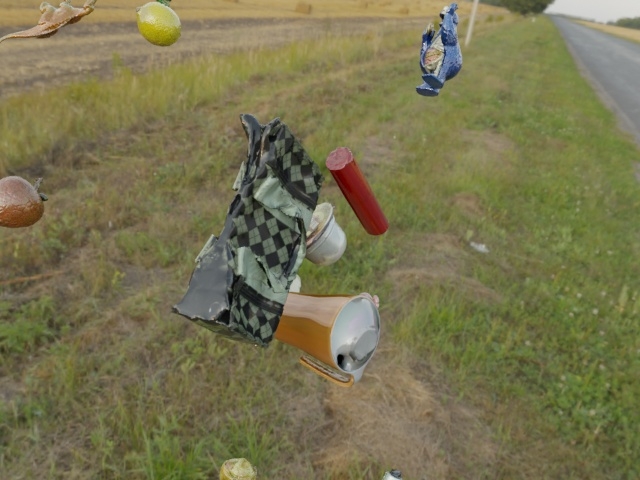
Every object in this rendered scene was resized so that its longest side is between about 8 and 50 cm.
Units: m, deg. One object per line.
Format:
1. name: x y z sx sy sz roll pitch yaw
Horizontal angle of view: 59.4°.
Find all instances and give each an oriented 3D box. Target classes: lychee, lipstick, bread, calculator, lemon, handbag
1. lychee: -0.609 -0.086 1.131 0.114 0.101 0.140 20 64 22
2. lipstick: 0.095 -0.111 1.372 0.073 0.280 0.073 -14 52 18
3. bread: -0.197 0.661 1.286 0.084 0.367 0.077 4 16 -4
4. calculator: 0.126 0.221 1.774 0.024 0.166 0.103 14 56 -41
5. lemon: -0.444 -0.592 1.537 0.133 0.109 0.109 25 16 -29
6. handbag: -0.134 -0.015 1.110 0.180 0.416 0.317 15 -14 13

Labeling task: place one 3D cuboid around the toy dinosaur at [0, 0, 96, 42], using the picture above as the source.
1. toy dinosaur: -0.589 -0.469 1.232 0.142 0.057 0.212 27 70 38

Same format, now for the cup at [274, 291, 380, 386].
1. cup: 0.009 0.228 1.359 0.264 0.226 0.182 7 15 43

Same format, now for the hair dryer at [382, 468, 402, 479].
1. hair dryer: 0.091 0.537 1.045 0.073 0.236 0.131 24 -8 45

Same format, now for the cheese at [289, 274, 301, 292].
1. cheese: -0.243 0.175 1.902 0.332 0.153 0.292 -25 28 25

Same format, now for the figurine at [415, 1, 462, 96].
1. figurine: 0.357 -0.548 1.627 0.120 0.262 0.164 15 5 -14

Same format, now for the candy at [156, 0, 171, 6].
1. candy: -0.352 -0.570 1.127 0.141 0.203 0.078 39 58 -11

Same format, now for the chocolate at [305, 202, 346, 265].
1. chocolate: -0.002 0.008 1.691 0.147 0.221 0.221 49 16 -20
